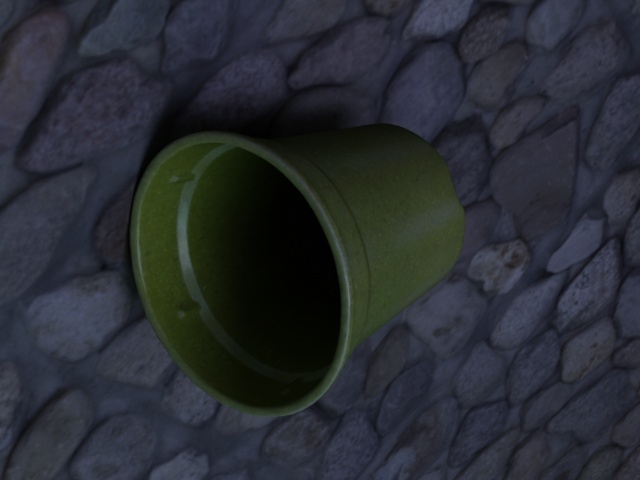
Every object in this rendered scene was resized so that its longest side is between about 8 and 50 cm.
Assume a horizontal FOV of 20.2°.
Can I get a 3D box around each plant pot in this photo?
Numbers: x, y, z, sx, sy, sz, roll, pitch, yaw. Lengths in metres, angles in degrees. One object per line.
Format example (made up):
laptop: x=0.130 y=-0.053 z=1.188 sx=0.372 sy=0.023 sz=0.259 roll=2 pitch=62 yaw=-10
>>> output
plant pot: x=0.000 y=0.000 z=1.754 sx=0.254 sy=0.276 sz=0.276 roll=-23 pitch=136 yaw=-46
